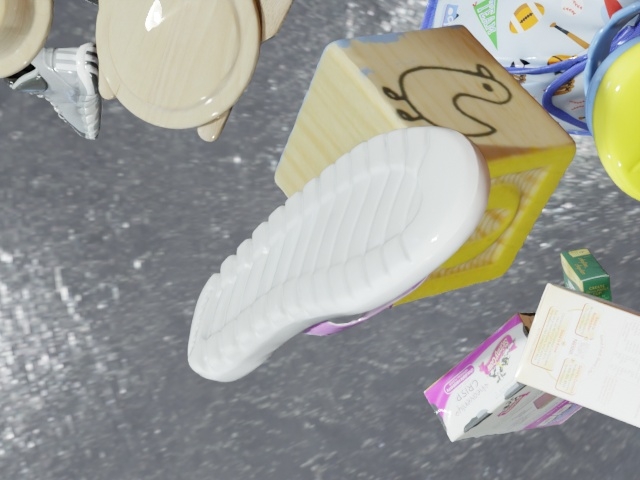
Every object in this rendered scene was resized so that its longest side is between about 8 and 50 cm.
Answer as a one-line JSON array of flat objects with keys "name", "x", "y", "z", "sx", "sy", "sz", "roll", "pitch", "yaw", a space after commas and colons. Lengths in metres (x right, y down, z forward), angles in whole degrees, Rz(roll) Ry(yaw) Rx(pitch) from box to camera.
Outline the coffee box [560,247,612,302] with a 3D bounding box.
[{"name": "coffee box", "x": 0.359, "y": 0.113, "z": 1.770, "sx": 0.040, "sy": 0.113, "sz": 0.184, "roll": -11, "pitch": 111, "yaw": 0}]

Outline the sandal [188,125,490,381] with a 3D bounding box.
[{"name": "sandal", "x": 0.023, "y": 0.020, "z": 1.205, "sx": 0.416, "sy": 0.102, "sz": 0.169, "roll": -29, "pitch": 45, "yaw": 47}]

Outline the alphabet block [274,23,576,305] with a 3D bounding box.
[{"name": "alphabet block", "x": 0.099, "y": -0.076, "z": 1.335, "sx": 0.197, "sy": 0.192, "sz": 0.193, "roll": 52, "pitch": 139, "yaw": 30}]

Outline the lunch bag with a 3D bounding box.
[{"name": "lunch bag", "x": 0.377, "y": -0.263, "z": 1.842, "sx": 0.385, "sy": 0.328, "sz": 0.239, "roll": 9, "pitch": 85, "yaw": 46}]

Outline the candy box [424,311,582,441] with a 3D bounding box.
[{"name": "candy box", "x": 0.250, "y": 0.151, "z": 1.524, "sx": 0.159, "sy": 0.233, "sz": 0.071, "roll": -45, "pitch": 62, "yaw": 30}]

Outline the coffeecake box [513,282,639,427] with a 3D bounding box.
[{"name": "coffeecake box", "x": 0.231, "y": 0.090, "z": 0.860, "sx": 0.185, "sy": 0.142, "sz": 0.068, "roll": 20, "pitch": 91, "yaw": 16}]

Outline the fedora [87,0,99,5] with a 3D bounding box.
[{"name": "fedora", "x": -0.316, "y": -0.506, "z": 2.009, "sx": 0.334, "sy": 0.334, "sz": 0.152, "roll": 28, "pitch": 57, "yaw": 18}]

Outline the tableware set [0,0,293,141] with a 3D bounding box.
[{"name": "tableware set", "x": -0.081, "y": -0.118, "z": 0.472, "sx": 0.169, "sy": 0.020, "sz": 0.141, "roll": 16, "pitch": 101, "yaw": 19}]

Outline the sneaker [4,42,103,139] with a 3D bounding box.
[{"name": "sneaker", "x": -0.369, "y": -0.214, "z": 1.855, "sx": 0.132, "sy": 0.228, "sz": 0.086, "roll": 5, "pitch": 68, "yaw": -6}]

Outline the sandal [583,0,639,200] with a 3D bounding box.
[{"name": "sandal", "x": 0.287, "y": -0.097, "z": 0.795, "sx": 0.317, "sy": 0.138, "sz": 0.126, "roll": 1, "pitch": 111, "yaw": -16}]
